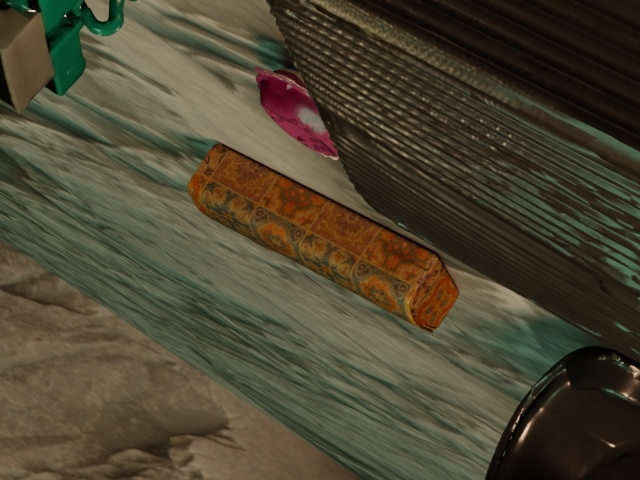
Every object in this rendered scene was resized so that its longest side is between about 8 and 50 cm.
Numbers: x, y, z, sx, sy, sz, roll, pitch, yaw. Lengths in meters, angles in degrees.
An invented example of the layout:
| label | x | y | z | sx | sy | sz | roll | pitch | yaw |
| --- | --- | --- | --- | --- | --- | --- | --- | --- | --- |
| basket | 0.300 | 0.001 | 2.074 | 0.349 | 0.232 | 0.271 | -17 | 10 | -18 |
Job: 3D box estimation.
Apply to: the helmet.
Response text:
| label | x | y | z | sx | sy | sz | roll | pitch | yaw |
| --- | --- | --- | --- | --- | --- | --- | --- | --- | --- |
| helmet | 0.211 | 0.179 | 1.234 | 0.216 | 0.189 | 0.193 | 19 | 171 | 37 |

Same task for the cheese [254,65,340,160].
| label | x | y | z | sx | sy | sz | roll | pitch | yaw |
| --- | --- | --- | --- | --- | --- | --- | --- | --- | --- |
| cheese | 0.012 | -0.070 | 1.154 | 0.095 | 0.038 | 0.145 | 23 | 170 | 46 |

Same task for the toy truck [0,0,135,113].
| label | x | y | z | sx | sy | sz | roll | pitch | yaw |
| --- | --- | --- | --- | --- | --- | --- | --- | --- | --- |
| toy truck | -0.267 | -0.201 | 1.038 | 0.363 | 0.178 | 0.176 | 32 | 158 | 12 |

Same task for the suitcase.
| label | x | y | z | sx | sy | sz | roll | pitch | yaw |
| --- | --- | --- | --- | --- | --- | --- | --- | --- | --- |
| suitcase | 0.157 | -0.028 | 0.666 | 0.335 | 0.152 | 0.229 | 29 | 166 | 22 |

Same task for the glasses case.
| label | x | y | z | sx | sy | sz | roll | pitch | yaw |
| --- | --- | --- | --- | --- | --- | --- | --- | --- | --- |
| glasses case | 0.000 | 0.000 | 1.423 | 0.218 | 0.049 | 0.075 | 28 | 166 | 27 |
